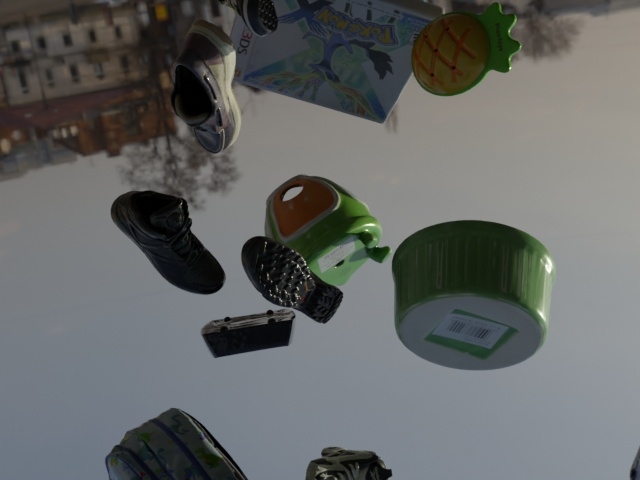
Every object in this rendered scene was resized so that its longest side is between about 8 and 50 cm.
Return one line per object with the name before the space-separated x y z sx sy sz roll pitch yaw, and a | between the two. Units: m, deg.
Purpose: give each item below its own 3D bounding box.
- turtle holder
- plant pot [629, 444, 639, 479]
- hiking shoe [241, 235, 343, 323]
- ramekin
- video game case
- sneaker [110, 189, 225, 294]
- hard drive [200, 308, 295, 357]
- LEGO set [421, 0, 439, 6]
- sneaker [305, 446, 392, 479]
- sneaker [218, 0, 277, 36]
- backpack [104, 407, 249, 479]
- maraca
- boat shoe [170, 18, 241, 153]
turtle holder | 0.010 -0.012 1.896 0.243 0.227 0.320 -44 160 21
plant pot | 0.762 0.500 1.819 0.212 0.236 0.236 10 -143 9
hiking shoe | -0.065 0.056 1.353 0.114 0.227 0.086 23 -103 41
ramekin | 0.274 0.112 1.622 0.303 0.303 0.148 -4 -129 19
video game case | 0.009 -0.344 1.561 0.329 0.036 0.300 14 148 -10
sneaker | -0.232 0.004 1.445 0.087 0.227 0.130 -50 -162 -25
hard drive | -0.127 0.165 1.605 0.172 0.054 0.254 -9 -179 -4
LEGO set | 0.128 -0.405 1.698 0.093 0.087 0.227 4 154 -22
sneaker | 0.063 0.475 1.771 0.153 0.094 0.235 -5 180 14
sneaker | -0.123 -0.361 1.308 0.097 0.084 0.235 -16 -141 5
backpack | -0.266 0.501 1.771 0.273 0.290 0.355 -20 -128 -14
maraca | 0.217 -0.289 1.349 0.185 0.127 0.099 -12 178 39
boat shoe | -0.185 -0.218 1.376 0.103 0.285 0.092 34 -115 11
